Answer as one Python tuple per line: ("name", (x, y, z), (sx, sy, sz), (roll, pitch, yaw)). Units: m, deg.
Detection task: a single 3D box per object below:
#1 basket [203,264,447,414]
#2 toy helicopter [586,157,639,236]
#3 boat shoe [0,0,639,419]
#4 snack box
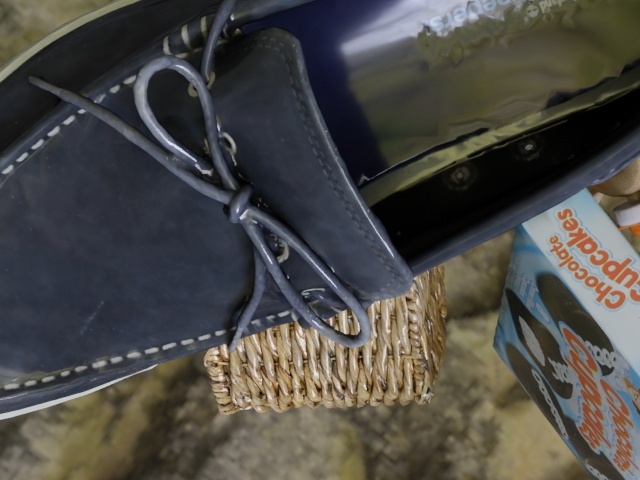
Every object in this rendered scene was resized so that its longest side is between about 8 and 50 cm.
("basket", (0.000, 0.000, 1.498), (0.223, 0.299, 0.213), (-4, -159, 13))
("toy helicopter", (0.335, -0.079, 1.792), (0.140, 0.235, 0.355), (-28, 160, -15))
("boat shoe", (-0.019, -0.045, 0.736), (0.500, 0.187, 0.156), (-25, -159, 6))
("snack box", (0.215, 0.095, 1.146), (0.060, 0.187, 0.322), (-33, 161, -9))
